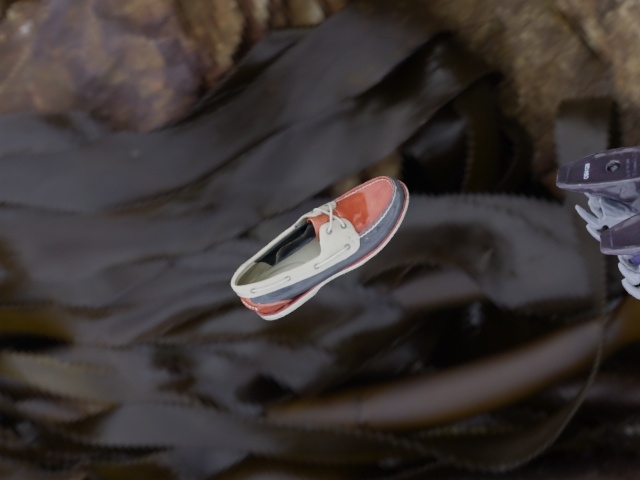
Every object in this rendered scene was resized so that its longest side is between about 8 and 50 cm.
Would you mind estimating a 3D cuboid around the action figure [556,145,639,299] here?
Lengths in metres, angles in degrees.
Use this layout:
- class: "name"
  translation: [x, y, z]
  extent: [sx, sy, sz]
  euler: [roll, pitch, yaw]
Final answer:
- class: "action figure"
  translation: [0.265, 0.057, 1.375]
  extent: [0.099, 0.185, 0.285]
  euler: [-20, 131, 16]

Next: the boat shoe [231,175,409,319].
- class: "boat shoe"
  translation: [0.000, 0.000, 1.324]
  extent: [0.137, 0.043, 0.049]
  euler: [-38, 48, 4]
